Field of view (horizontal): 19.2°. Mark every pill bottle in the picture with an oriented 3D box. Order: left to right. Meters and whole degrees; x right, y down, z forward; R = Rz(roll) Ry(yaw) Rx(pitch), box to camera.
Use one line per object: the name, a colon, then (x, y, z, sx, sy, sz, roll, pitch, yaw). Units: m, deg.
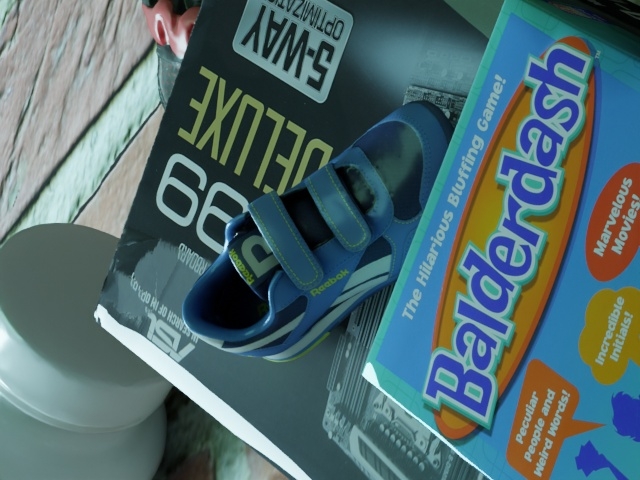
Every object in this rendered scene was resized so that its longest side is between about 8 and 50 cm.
pill bottle: (-0.204, 0.141, 1.198, 0.318, 0.176, 0.176, -56, 36, 36)

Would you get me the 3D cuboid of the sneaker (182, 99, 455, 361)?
sneaker: (0.000, 0.000, 0.756, 0.144, 0.059, 0.053, -47, 57, 29)

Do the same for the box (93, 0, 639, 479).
box: (0.052, -0.002, 0.801, 0.307, 0.076, 0.242, 35, 111, 39)

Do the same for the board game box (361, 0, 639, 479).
board game box: (0.115, 0.026, 0.640, 0.210, 0.047, 0.160, 36, 113, 46)

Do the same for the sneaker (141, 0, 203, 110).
sneaker: (0.002, -0.064, 0.995, 0.276, 0.097, 0.135, 23, 119, 49)
